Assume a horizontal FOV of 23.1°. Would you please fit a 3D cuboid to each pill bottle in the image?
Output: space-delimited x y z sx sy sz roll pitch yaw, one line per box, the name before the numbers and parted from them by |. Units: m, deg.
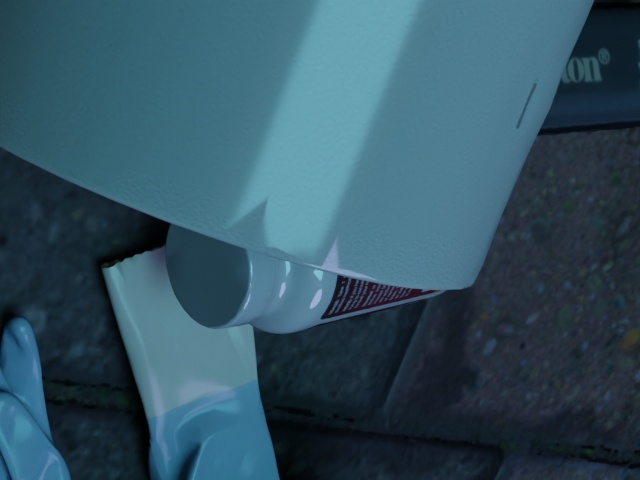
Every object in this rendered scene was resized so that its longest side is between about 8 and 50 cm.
pill bottle | 0.000 0.000 0.800 0.152 0.086 0.086 -11 119 -43

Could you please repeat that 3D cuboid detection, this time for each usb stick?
usb stick | 0.100 -0.093 0.860 0.278 0.045 0.077 -7 82 -36

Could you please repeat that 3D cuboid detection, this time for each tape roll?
tape roll | -0.022 -0.103 0.637 0.246 0.246 0.169 13 104 -41

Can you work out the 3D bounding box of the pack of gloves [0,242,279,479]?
pack of gloves | -0.117 0.121 0.824 0.195 0.046 0.232 -20 112 -30
